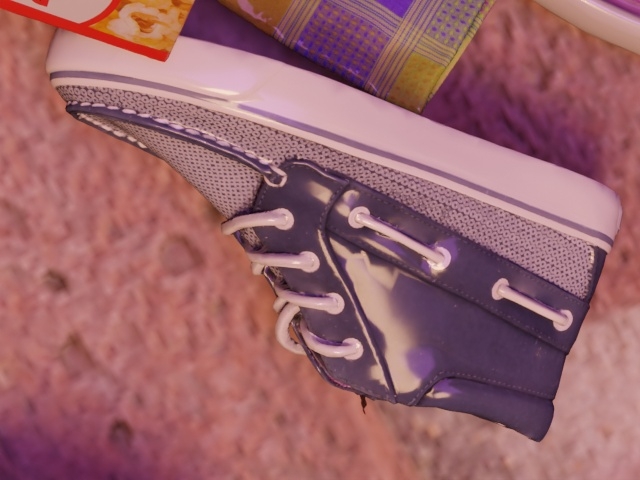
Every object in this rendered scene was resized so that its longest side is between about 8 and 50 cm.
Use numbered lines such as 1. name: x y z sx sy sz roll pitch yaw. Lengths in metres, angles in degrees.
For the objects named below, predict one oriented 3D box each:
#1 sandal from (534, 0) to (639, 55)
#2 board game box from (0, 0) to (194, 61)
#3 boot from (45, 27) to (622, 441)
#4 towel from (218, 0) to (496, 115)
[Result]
1. sandal: 0.196 -0.103 0.450 0.416 0.102 0.169 31 88 -12
2. board game box: -0.113 -0.147 0.381 0.193 0.045 0.147 18 62 -12
3. boot: 0.000 0.000 0.435 0.190 0.069 0.086 18 85 -13
4. towel: 0.009 -0.081 0.445 0.083 0.009 0.060 33 68 1
